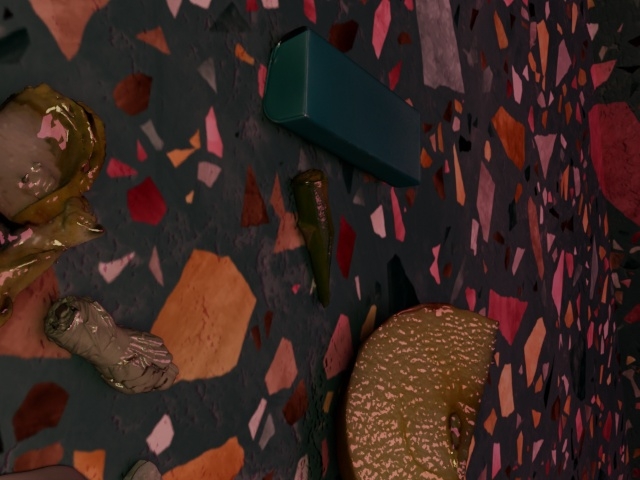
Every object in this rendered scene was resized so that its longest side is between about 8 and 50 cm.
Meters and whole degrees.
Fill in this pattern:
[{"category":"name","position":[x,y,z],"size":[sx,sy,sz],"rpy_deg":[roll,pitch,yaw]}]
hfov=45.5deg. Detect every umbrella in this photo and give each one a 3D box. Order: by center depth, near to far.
[{"category":"umbrella","position":[-0.180,0.095,0.675],"size":[0.143,0.067,0.062],"rpy_deg":[44,26,-41]}]

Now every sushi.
[{"category":"sushi","position":[-0.248,-0.005,0.504],"size":[0.291,0.139,0.131],"rpy_deg":[-52,124,-40]}]

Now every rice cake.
[{"category":"rice cake","position":[-0.149,0.285,0.757],"size":[0.033,0.029,0.171],"rpy_deg":[-53,132,-46]}]

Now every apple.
[{"category":"apple","position":[0.129,0.236,1.044],"size":[0.254,0.179,0.346],"rpy_deg":[70,36,-49]}]

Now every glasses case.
[{"category":"glasses case","position":[0.040,-0.161,0.999],"size":[0.301,0.070,0.117],"rpy_deg":[20,68,-53]}]

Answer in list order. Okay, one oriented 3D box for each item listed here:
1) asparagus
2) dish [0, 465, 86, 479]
[{"category":"asparagus","position":[0.000,0.000,0.963],"size":[0.045,0.041,0.178],"rpy_deg":[-32,118,-43]},{"category":"dish","position":[-0.223,0.278,0.611],"size":[0.191,0.066,0.190],"rpy_deg":[-2,92,-56]}]
